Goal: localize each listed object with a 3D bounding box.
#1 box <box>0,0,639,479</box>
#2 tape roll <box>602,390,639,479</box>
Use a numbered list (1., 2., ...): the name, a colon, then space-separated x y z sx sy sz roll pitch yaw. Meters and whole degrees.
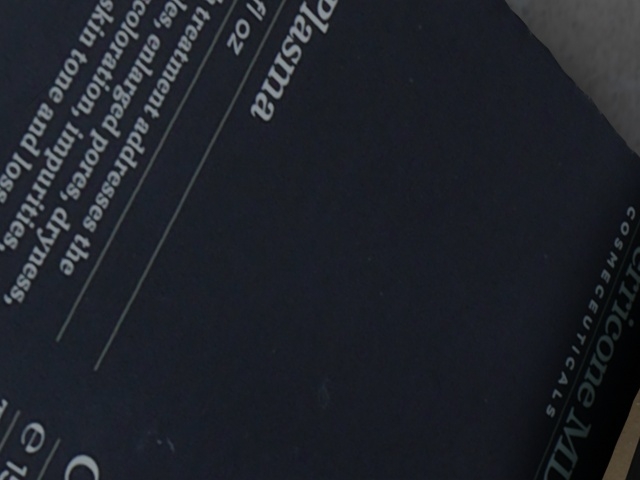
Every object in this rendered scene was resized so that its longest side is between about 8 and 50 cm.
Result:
1. box: -0.097 0.050 0.494 0.312 0.179 0.343 43 64 -38
2. tape roll: 0.121 0.114 0.674 0.392 0.072 0.392 21 90 -86
